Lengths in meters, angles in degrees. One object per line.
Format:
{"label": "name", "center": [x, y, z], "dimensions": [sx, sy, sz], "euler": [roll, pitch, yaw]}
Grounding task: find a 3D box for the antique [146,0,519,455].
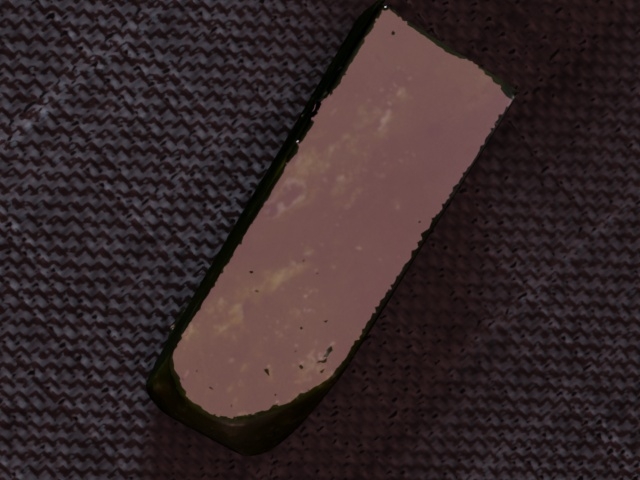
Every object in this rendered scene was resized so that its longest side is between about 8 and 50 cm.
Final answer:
{"label": "antique", "center": [0.000, 0.000, 0.744], "dimensions": [0.080, 0.081, 0.221], "euler": [31, 89, -7]}
